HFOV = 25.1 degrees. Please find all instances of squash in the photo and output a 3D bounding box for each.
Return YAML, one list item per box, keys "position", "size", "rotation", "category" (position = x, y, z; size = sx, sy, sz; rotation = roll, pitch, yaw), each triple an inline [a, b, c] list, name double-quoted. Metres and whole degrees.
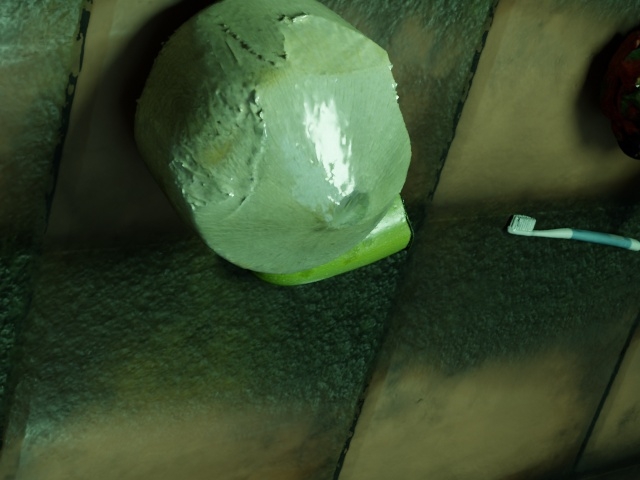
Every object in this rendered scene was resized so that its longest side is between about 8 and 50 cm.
- position: [0.000, 0.000, 1.551]
  size: [0.188, 0.095, 0.095]
  rotation: [-22, 133, -21]
  category: "squash"

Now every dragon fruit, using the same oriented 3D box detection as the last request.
- position: [0.427, -0.175, 1.714]
  size: [0.188, 0.182, 0.182]
  rotation: [14, 113, -17]
  category: "dragon fruit"

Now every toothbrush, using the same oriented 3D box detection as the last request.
- position: [0.337, -0.010, 1.875]
  size: [0.275, 0.019, 0.025]
  rotation: [7, 108, -42]
  category: "toothbrush"

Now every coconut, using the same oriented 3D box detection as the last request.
- position: [-0.036, -0.097, 1.322]
  size: [0.245, 0.247, 0.245]
  rotation: [-21, 131, -25]
  category: "coconut"
